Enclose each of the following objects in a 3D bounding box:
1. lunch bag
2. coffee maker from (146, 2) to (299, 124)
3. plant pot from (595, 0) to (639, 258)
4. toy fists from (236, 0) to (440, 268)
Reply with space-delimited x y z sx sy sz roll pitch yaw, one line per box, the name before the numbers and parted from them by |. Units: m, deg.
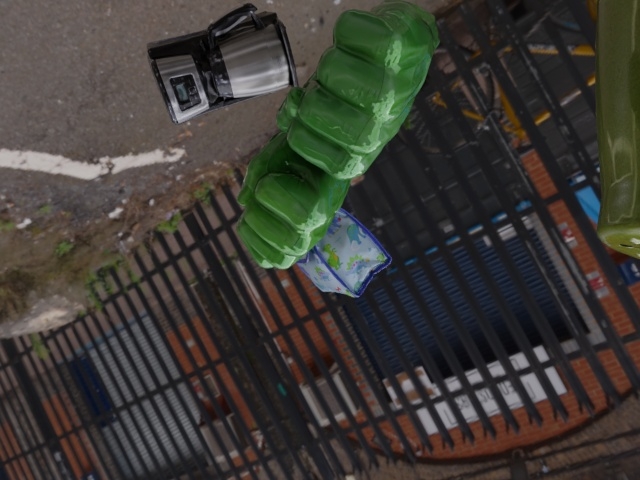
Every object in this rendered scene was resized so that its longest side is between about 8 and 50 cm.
lunch bag | 0.000 0.000 0.753 0.096 0.151 0.129 -45 -165 -17
coffee maker | -0.135 -0.232 0.756 0.178 0.120 0.171 -18 -170 -7
plant pot | 0.406 -0.144 0.486 0.367 0.352 0.366 14 178 0
toy fists | 0.002 -0.084 0.497 0.279 0.096 0.142 -53 -172 41
